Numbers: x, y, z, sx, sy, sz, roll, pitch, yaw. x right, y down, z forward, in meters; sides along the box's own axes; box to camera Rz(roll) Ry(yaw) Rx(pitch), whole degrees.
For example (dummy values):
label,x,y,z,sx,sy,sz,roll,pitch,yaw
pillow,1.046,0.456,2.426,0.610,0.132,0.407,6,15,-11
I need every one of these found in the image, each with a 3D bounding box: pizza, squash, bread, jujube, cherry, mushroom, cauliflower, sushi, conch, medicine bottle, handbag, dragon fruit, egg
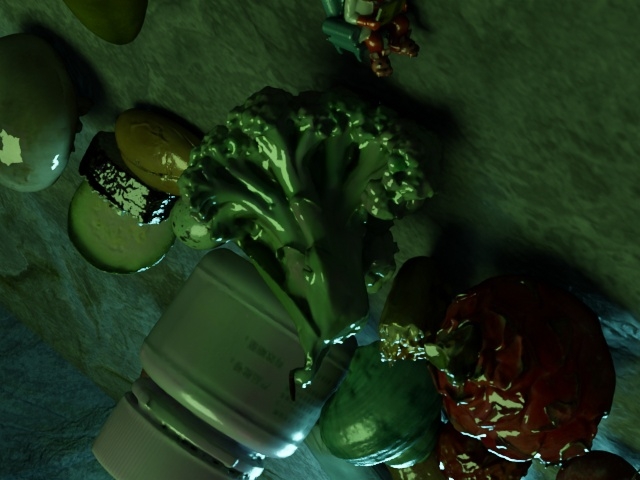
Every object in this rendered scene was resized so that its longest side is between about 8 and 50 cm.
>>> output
label,x,y,z,sx,sy,sz,roll,pitch,yaw
pizza,0.106,0.076,1.064,0.058,0.127,0.246,10,169,15
squash,-0.292,-0.024,1.556,0.170,0.170,0.123,42,170,6
bread,-0.212,-0.114,1.360,0.189,0.077,0.114,24,155,35
jujube,0.200,0.262,1.271,0.112,0.109,0.176,33,167,10
cherry,0.333,0.272,1.102,0.107,0.090,0.225,57,148,-1
mushroom,-0.412,-0.182,1.461,0.226,0.178,0.226,23,116,60
cauliflower,0.000,0.000,0.951,0.256,0.239,0.315,84,179,-60
sushi,-0.272,-0.088,1.458,0.150,0.090,0.078,38,121,5
conch,0.091,0.219,1.303,0.196,0.134,0.202,-15,154,20
medicine bottle,-0.130,0.201,1.382,0.256,0.325,0.256,34,177,2
handbag,0.082,0.432,1.842,0.191,0.075,0.332,1,130,55
dragon fruit,0.188,0.120,0.967,0.172,0.172,0.209,15,156,50
egg,-0.156,-0.030,1.397,0.110,0.085,0.085,-9,125,49

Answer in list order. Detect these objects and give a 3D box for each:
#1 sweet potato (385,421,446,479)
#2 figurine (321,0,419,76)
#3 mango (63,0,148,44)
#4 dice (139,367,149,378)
label,x,y,z,sx,sy,sz,roll,pitch,yaw
sweet potato,0.166,0.325,1.428,0.336,0.131,0.131,36,157,21
figurine,0.037,-0.202,0.789,0.075,0.068,0.140,34,150,32
mango,-0.219,-0.295,0.970,0.146,0.129,0.289,34,162,-2
dice,-0.224,0.281,1.949,0.174,0.179,0.175,26,150,37
